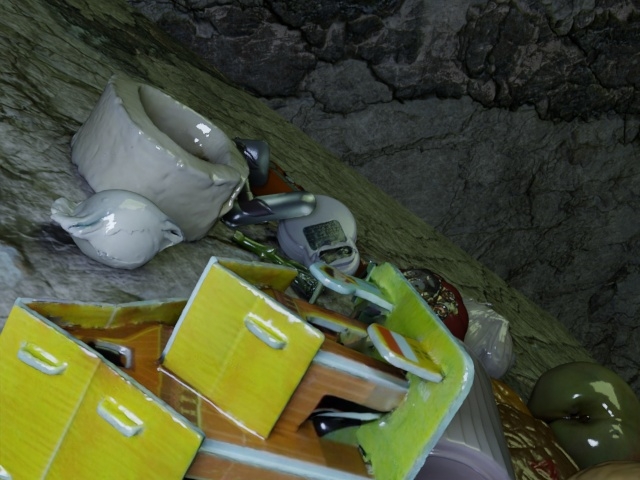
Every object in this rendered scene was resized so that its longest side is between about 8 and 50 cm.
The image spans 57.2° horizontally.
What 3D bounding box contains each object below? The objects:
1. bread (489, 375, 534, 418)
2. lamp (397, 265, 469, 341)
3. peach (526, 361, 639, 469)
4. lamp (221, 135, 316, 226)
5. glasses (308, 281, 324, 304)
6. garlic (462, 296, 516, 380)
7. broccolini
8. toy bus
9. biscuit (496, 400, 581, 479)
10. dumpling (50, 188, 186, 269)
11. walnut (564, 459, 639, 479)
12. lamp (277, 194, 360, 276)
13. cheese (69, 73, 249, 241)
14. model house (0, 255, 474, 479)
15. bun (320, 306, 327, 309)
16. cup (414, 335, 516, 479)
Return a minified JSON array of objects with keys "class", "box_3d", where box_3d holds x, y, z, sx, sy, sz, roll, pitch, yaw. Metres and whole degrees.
[{"class":"bread","box_3d":[0.364,0.367,1.205,0.235,0.099,0.210,29,19,-30]},{"class":"lamp","box_3d":[0.182,0.160,1.182,0.227,0.227,0.227,36,16,-12]},{"class":"peach","box_3d":[0.588,0.418,1.291,0.292,0.247,0.292,54,19,-28]},{"class":"lamp","box_3d":[-0.124,-0.143,1.317,0.203,0.125,0.283,2,26,-11]},{"class":"glasses","box_3d":[0.020,0.152,0.688,0.102,0.239,0.207,12,56,-48]},{"class":"garlic","box_3d":[0.348,0.237,1.416,0.142,0.178,0.229,2,33,-37]},{"class":"broccolini","box_3d":[-0.085,0.050,1.178,0.216,0.058,0.067,29,-17,-11]},{"class":"toy bus","box_3d":[-0.030,-0.050,1.464,0.409,0.093,0.092,44,18,20]},{"class":"biscuit","box_3d":[0.328,0.380,0.995,0.272,0.049,0.257,11,34,-19]},{"class":"dumpling","box_3d":[-0.281,-0.019,0.808,0.188,0.108,0.127,6,8,-40]},{"class":"walnut","box_3d":[0.420,0.449,0.690,0.383,0.383,0.383,36,16,-12]},{"class":"lamp","box_3d":[0.000,0.002,1.312,0.179,0.108,0.246,-15,53,-16]},{"class":"cheese","box_3d":[-0.276,-0.147,1.054,0.292,0.153,0.332,29,20,-31]},{"class":"model house","box_3d":[-0.089,0.155,0.432,0.323,0.300,0.340,22,16,-21]},{"class":"bun","box_3d":[0.007,0.158,1.064,0.083,0.045,0.083,38,18,-15]},{"class":"cup","box_3d":[0.137,0.297,0.778,0.208,0.288,0.273,4,16,6]}]
